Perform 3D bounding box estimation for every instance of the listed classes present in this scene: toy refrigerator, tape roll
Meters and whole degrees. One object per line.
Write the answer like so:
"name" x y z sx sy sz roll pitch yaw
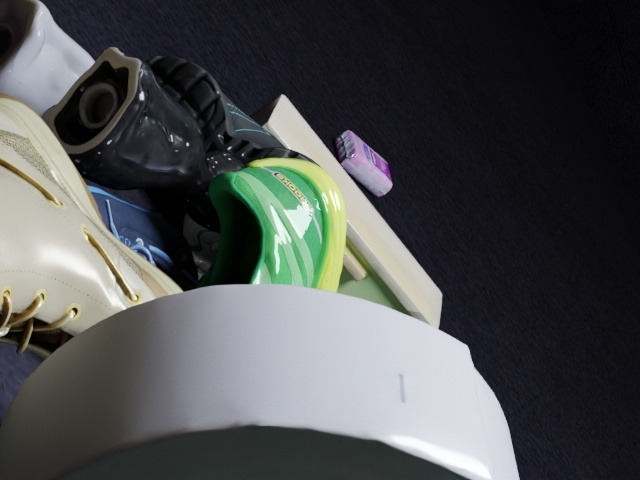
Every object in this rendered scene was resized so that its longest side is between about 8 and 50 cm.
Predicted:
"toy refrigerator" 0.000 0.000 1.326 0.269 0.102 0.094 52 22 -15
"tape roll" -0.032 0.159 0.697 0.286 0.286 0.100 44 24 -30

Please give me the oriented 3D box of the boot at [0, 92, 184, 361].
"boot" -0.167 0.046 0.741 0.262 0.095 0.203 56 23 -2

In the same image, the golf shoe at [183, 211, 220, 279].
"golf shoe" -0.057 0.020 1.227 0.176 0.069 0.086 41 20 -38

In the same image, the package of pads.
"package of pads" 0.054 -0.095 1.675 0.083 0.032 0.050 39 30 -39

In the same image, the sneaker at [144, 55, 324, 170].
"sneaker" -0.082 -0.065 1.203 0.267 0.101 0.106 41 -3 27

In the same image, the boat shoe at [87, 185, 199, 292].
"boat shoe" -0.149 0.018 0.961 0.089 0.109 0.258 51 21 15

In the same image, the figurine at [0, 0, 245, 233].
"figurine" -0.157 -0.086 1.056 0.215 0.092 0.209 33 -3 37

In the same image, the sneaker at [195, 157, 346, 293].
"sneaker" -0.054 0.085 1.004 0.123 0.109 0.295 4 86 -37
